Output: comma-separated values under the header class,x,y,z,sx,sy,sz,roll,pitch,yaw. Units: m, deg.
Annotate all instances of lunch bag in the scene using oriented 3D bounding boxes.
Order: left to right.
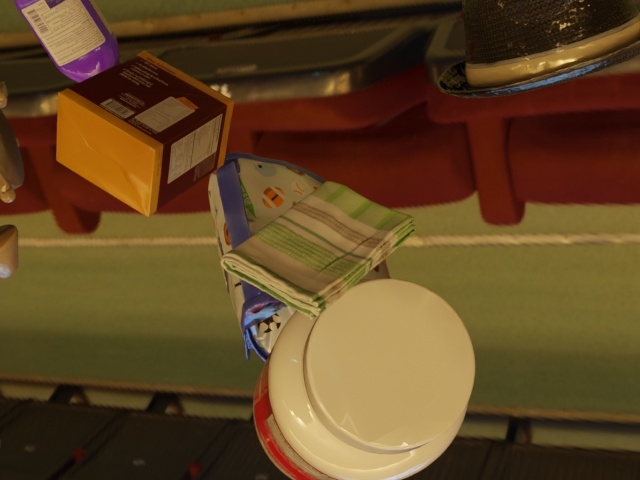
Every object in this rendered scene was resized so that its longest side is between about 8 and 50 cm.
class,x,y,z,sx,sy,sz,roll,pitch,yaw
lunch bag,-0.046,0.054,1.685,0.238,0.328,0.385,-29,144,18

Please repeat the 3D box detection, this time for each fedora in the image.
class,x,y,z,sx,sy,sz,roll,pitch,yaw
fedora,0.297,-0.306,1.297,0.334,0.334,0.153,-11,108,31

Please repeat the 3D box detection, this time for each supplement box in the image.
class,x,y,z,sx,sy,sz,roll,pitch,yaw
supplement box,-0.273,-0.172,1.500,0.191,0.194,0.129,31,132,18

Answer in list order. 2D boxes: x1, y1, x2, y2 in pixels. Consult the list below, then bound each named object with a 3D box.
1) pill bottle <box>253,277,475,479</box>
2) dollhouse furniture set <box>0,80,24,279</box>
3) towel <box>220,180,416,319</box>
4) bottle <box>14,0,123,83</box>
class,x,y,z,sx,sy,sz,roll,pitch,yaw
pill bottle,0.044,0.177,1.148,0.229,0.229,0.408,27,162,0
dollhouse furniture set,-0.343,0.048,0.721,0.303,0.355,0.174,-28,117,-1
towel,0.000,0.000,0.864,0.113,0.152,0.023,28,139,29
bottle,-0.423,-0.349,1.707,0.118,0.092,0.283,-26,119,9
